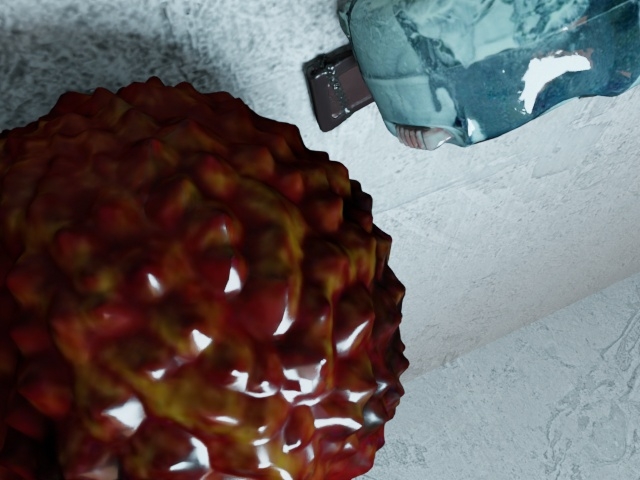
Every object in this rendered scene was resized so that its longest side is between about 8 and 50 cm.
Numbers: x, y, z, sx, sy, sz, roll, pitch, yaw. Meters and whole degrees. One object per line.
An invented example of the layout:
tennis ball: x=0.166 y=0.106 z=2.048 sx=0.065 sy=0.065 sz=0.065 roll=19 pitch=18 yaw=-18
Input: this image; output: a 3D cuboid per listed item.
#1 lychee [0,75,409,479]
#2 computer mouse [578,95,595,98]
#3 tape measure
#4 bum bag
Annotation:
lychee: x=-0.143 y=0.071 z=0.549 sx=0.425 sy=0.423 sz=0.500 roll=-14 pitch=-170 yaw=-27
computer mouse: x=0.303 y=-0.285 z=0.570 sx=0.116 sy=0.183 sz=0.323 roll=-23 pitch=156 yaw=-34
tape measure: x=0.155 y=-0.186 z=0.495 sx=0.257 sy=0.275 sz=0.147 roll=-24 pitch=115 yaw=4
bum bag: x=0.059 y=-0.196 z=0.684 sx=0.160 sy=0.026 sz=0.109 roll=-30 pitch=155 yaw=-8
